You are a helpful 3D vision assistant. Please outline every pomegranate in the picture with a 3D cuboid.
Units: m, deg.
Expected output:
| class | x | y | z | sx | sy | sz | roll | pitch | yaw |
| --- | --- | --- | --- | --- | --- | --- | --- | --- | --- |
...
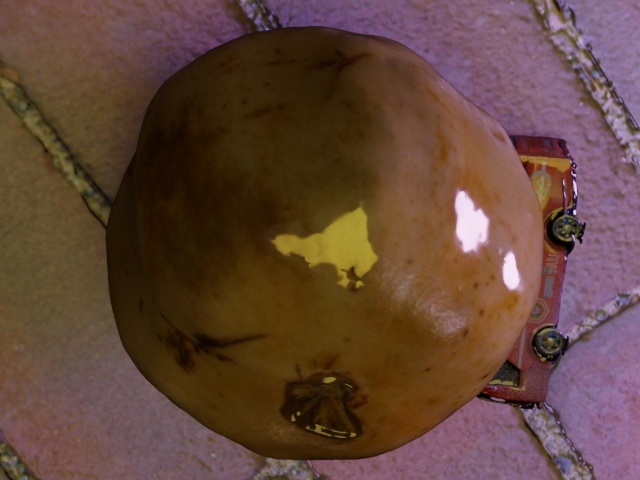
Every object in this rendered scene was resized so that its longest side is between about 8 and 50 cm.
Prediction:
| class | x | y | z | sx | sy | sz | roll | pitch | yaw |
| --- | --- | --- | --- | --- | --- | --- | --- | --- | --- |
| pomegranate | 0.000 | 0.000 | 1.301 | 0.333 | 0.332 | 0.332 | -3 | 112 | -6 |

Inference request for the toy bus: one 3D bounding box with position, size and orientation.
| class | x | y | z | sx | sy | sz | roll | pitch | yaw |
| --- | --- | --- | --- | --- | --- | --- | --- | --- | --- |
| toy bus | 0.167 | 0.028 | 1.457 | 0.096 | 0.073 | 0.234 | 7 | 110 | 0 |
